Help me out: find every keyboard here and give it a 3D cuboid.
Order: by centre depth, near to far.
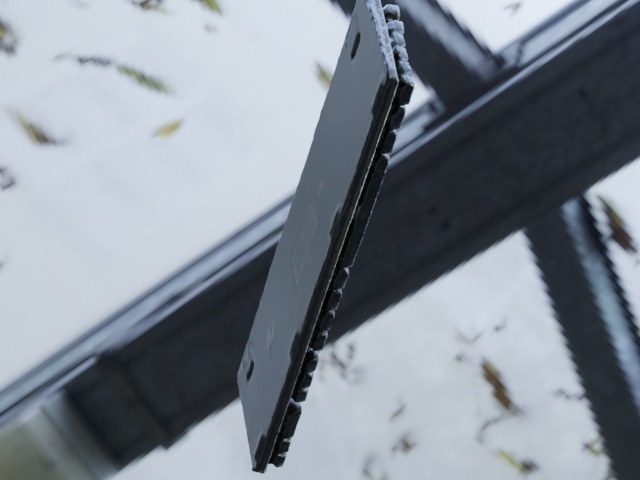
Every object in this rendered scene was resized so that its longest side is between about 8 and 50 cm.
[{"bbox_3d":[0.000,0.000,1.203,0.027,0.106,0.317,7,-51,-15],"label":"keyboard"}]
